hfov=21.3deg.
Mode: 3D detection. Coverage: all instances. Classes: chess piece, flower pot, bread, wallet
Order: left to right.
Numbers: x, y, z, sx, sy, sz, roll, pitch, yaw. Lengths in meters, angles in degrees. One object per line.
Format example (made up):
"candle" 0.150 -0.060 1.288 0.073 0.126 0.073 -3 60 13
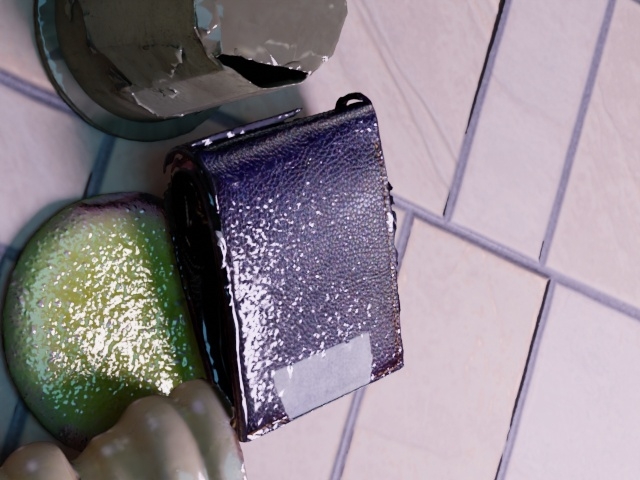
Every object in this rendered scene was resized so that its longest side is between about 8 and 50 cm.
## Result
"chess piece" -0.194 0.206 1.341 0.261 0.143 0.143 -13 99 -19
"bread" -0.161 0.070 1.427 0.228 0.033 0.228 0 89 -37
"flower pot" -0.097 -0.182 1.369 0.212 0.202 0.212 -4 97 -34
"wallet" -0.024 0.020 1.484 0.221 0.071 0.262 -22 107 -44
